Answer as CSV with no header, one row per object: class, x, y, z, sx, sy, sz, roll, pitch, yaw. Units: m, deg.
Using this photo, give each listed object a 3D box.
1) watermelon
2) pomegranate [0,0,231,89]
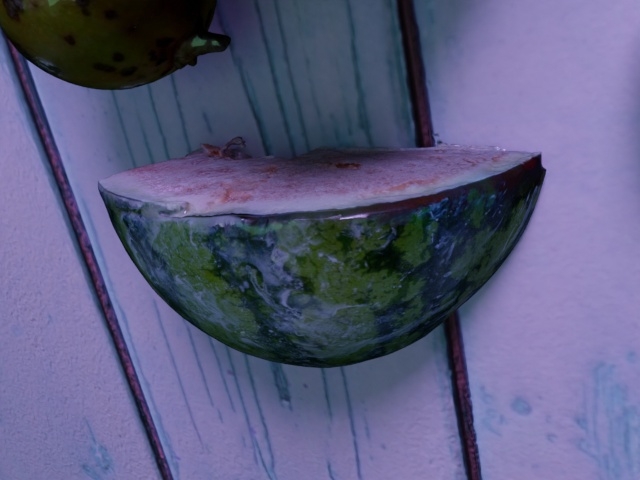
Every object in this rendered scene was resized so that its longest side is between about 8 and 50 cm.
watermelon,0.000,0.000,0.457,0.305,0.180,0.224,3,158,23
pomegranate,-0.163,-0.201,0.419,0.156,0.156,0.220,-22,116,34
